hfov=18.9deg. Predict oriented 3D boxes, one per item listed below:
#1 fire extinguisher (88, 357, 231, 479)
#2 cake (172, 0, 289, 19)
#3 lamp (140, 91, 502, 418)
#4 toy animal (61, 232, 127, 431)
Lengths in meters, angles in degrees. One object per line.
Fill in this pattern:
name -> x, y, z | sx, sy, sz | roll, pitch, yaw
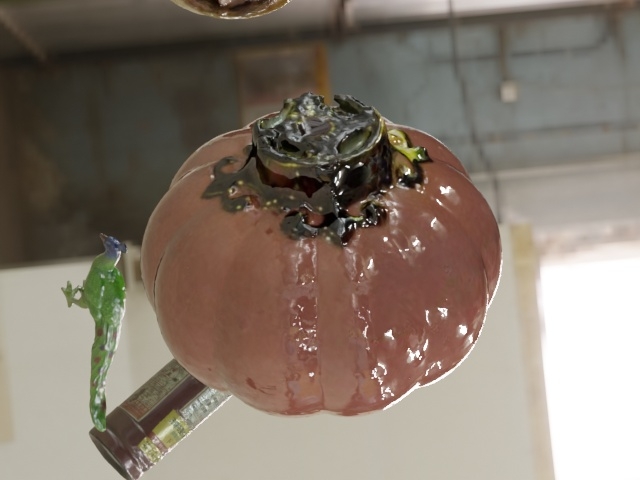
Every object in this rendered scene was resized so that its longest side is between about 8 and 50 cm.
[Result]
fire extinguisher -> -0.144, 0.141, 2.075 | 0.106, 0.252, 0.075 | 51, -15, -11
cake -> -0.076, -0.320, 1.953 | 0.178, 0.207, 0.185 | 12, -66, 57
lamp -> 0.000, 0.000, 1.589 | 0.305, 0.305, 0.240 | -96, -177, -54
toy animal -> -0.227, 0.084, 1.921 | 0.075, 0.041, 0.217 | 33, -56, 38
